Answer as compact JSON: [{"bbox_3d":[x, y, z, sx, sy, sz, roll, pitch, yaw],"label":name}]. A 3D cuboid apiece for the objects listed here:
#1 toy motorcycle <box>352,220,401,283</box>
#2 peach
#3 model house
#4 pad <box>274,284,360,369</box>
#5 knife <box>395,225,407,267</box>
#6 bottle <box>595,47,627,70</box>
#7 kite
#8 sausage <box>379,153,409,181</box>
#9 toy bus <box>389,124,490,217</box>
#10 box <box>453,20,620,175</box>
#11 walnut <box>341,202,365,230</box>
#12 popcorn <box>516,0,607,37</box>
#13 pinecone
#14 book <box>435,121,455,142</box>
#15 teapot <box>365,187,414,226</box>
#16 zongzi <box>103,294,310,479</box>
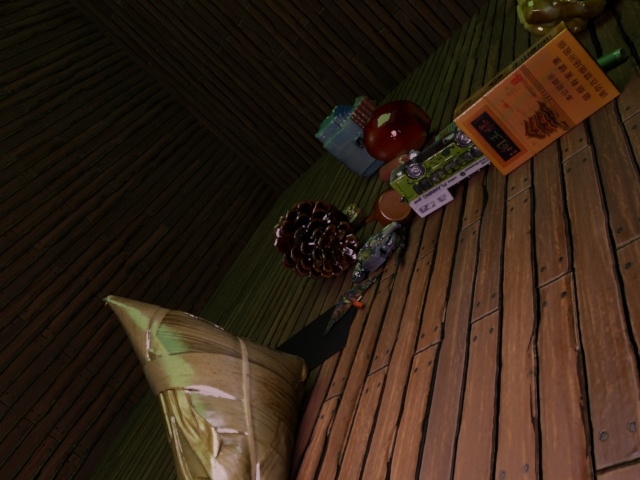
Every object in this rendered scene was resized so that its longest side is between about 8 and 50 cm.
[{"bbox_3d":[0.143,0.024,1.456,0.193,0.061,0.124,-51,14,36],"label":"toy motorcycle"},{"bbox_3d":[0.263,-0.377,1.962,0.243,0.200,0.243,-20,-4,-1],"label":"peach"},{"bbox_3d":[0.201,-0.457,2.200,0.329,0.294,0.252,-40,19,42],"label":"model house"},{"bbox_3d":[-0.042,0.278,1.439,0.367,0.007,0.248,-40,14,29],"label":"pad"},{"bbox_3d":[0.203,0.009,1.396,0.046,0.021,0.222,-59,4,24],"label":"knife"},{"bbox_3d":[0.611,-0.381,1.205,0.030,0.030,0.083,-54,15,-27],"label":"bottle"},{"bbox_3d":[0.079,0.145,1.405,0.232,0.009,0.189,-49,12,-5],"label":"kite"},{"bbox_3d":[0.256,-0.246,1.910,0.062,0.062,0.154,-54,13,-28],"label":"sausage"},{"bbox_3d":[0.322,-0.191,1.369,0.301,0.139,0.113,-33,18,25],"label":"toy bus"},{"bbox_3d":[0.437,-0.284,1.161,0.274,0.174,0.076,-39,14,32],"label":"box"},{"bbox_3d":[0.104,-0.076,1.858,0.096,0.079,0.082,-50,11,-11],"label":"walnut"},{"bbox_3d":[0.656,-0.649,1.506,0.236,0.206,0.252,-27,36,14],"label":"popcorn"},{"bbox_3d":[-0.003,0.000,1.647,0.246,0.246,0.292,-50,24,-10],"label":"pinecone"},{"bbox_3d":[0.465,-0.379,1.710,0.295,0.020,0.208,-42,14,26],"label":"book"},{"bbox_3d":[0.204,-0.085,1.525,0.173,0.116,0.116,-20,14,0],"label":"teapot"},{"bbox_3d":[-0.270,0.331,1.016,0.500,0.466,0.218,-80,13,-65],"label":"zongzi"}]
